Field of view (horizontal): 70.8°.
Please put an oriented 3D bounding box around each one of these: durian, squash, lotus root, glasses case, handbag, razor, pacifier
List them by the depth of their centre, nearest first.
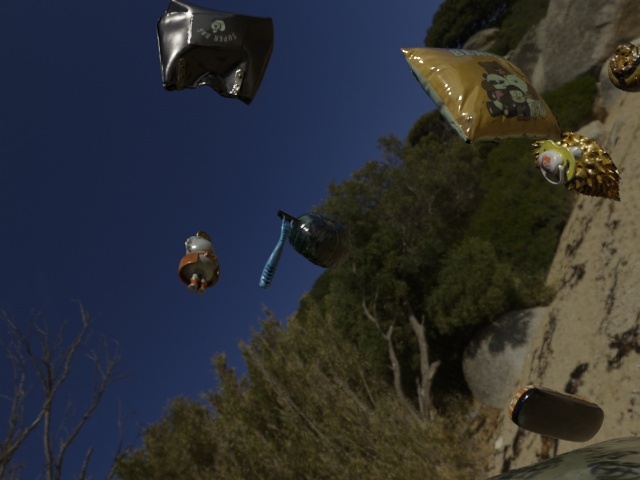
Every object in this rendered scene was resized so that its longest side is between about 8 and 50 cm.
[{"bbox_3d":[0.390,-0.127,0.722,0.083,0.064,0.068,-115,7,-59],"label":"pacifier"},{"bbox_3d":[0.642,-0.328,0.847,0.108,0.191,0.094,-108,17,-57],"label":"lotus root"},{"bbox_3d":[0.669,0.490,1.270,0.321,0.082,0.122,19,-79,-20],"label":"glasses case"},{"bbox_3d":[-0.311,-0.542,1.315,0.152,0.343,0.287,121,152,-68],"label":"handbag"},{"bbox_3d":[-0.132,0.029,1.380,0.082,0.042,0.253,28,-112,-23],"label":"razor"},{"bbox_3d":[0.757,-0.240,1.390,0.112,0.341,0.191,-39,-53,6],"label":"durian"},{"bbox_3d":[0.000,0.000,1.702,0.165,0.252,0.252,-59,-22,17],"label":"squash"}]

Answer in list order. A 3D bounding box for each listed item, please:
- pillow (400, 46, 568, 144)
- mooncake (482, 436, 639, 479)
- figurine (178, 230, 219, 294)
[{"bbox_3d":[0.373,-0.337,1.032,0.310,0.312,0.119,-9,-33,-23],"label":"pillow"},{"bbox_3d":[0.215,0.221,0.314,0.250,0.136,0.254,-3,-28,-23],"label":"mooncake"},{"bbox_3d":[-0.408,0.065,1.547,0.143,0.144,0.271,73,-161,-51],"label":"figurine"}]
